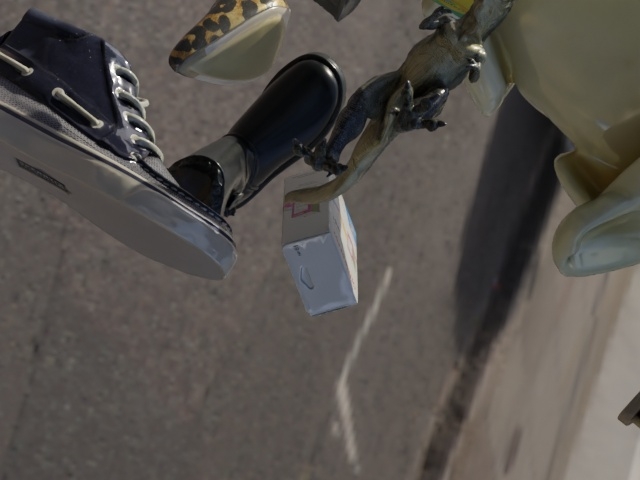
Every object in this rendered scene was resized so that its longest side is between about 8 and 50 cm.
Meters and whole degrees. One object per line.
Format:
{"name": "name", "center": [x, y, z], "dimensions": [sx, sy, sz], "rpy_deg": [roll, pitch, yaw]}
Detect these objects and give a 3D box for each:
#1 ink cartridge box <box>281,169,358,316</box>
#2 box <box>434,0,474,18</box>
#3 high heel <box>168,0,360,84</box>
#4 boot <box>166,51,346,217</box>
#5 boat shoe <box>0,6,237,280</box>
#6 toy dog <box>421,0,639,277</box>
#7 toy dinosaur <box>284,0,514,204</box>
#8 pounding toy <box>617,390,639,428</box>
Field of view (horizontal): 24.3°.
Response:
{"name": "ink cartridge box", "center": [0.000, 0.000, 1.420], "dimensions": [0.122, 0.052, 0.088], "rpy_deg": [-88, 160, -56]}
{"name": "box", "center": [0.103, -0.222, 1.146], "dimensions": [0.043, 0.105, 0.179], "rpy_deg": [-60, -169, -7]}
{"name": "high heel", "center": [-0.100, -0.238, 1.364], "dimensions": [0.261, 0.186, 0.093], "rpy_deg": [-35, 159, -46]}
{"name": "boot", "center": [-0.084, -0.101, 1.709], "dimensions": [0.246, 0.094, 0.207], "rpy_deg": [-46, 179, 24]}
{"name": "boat shoe", "center": [-0.202, -0.105, 1.471], "dimensions": [0.158, 0.340, 0.127], "rpy_deg": [-57, 173, -20]}
{"name": "toy dog", "center": [0.272, -0.220, 1.350], "dimensions": [0.395, 0.408, 0.284], "rpy_deg": [-6, 143, -44]}
{"name": "toy dinosaur", "center": [0.046, -0.086, 0.975], "dimensions": [0.268, 0.064, 0.118], "rpy_deg": [-46, -179, 30]}
{"name": "pounding toy", "center": [0.474, 0.146, 1.649], "dimensions": [0.269, 0.155, 0.154], "rpy_deg": [-48, 161, -3]}
